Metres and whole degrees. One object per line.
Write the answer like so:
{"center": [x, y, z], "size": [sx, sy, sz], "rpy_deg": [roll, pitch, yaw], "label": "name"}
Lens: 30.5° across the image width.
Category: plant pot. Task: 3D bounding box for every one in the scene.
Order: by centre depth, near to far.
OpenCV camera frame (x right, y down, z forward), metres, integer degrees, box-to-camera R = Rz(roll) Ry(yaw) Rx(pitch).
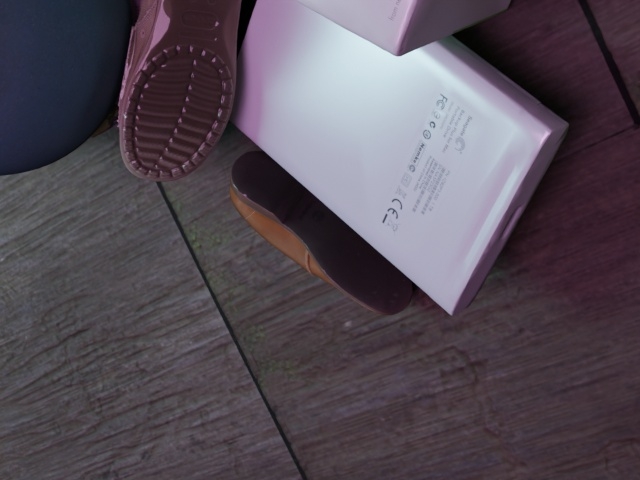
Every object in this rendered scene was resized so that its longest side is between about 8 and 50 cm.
{"center": [-0.337, -0.189, 1.036], "size": [0.290, 0.195, 0.290], "rpy_deg": [2, 102, 11], "label": "plant pot"}

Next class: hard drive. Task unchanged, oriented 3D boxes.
{"center": [0.050, -0.106, 1.025], "size": [0.307, 0.040, 0.203], "rpy_deg": [42, 130, 24], "label": "hard drive"}

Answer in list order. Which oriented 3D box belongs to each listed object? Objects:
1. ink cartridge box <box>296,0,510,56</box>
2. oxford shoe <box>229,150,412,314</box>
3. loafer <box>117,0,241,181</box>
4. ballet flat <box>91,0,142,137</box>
{"center": [-0.018, -0.293, 0.939], "size": [0.353, 0.207, 0.119], "rpy_deg": [33, 124, 19], "label": "ink cartridge box"}
{"center": [0.000, 0.000, 1.134], "size": [0.212, 0.076, 0.076], "rpy_deg": [41, 153, 9], "label": "oxford shoe"}
{"center": [-0.125, -0.185, 1.092], "size": [0.102, 0.092, 0.268], "rpy_deg": [12, 109, -17], "label": "loafer"}
{"center": [-0.178, -0.195, 1.155], "size": [0.079, 0.077, 0.221], "rpy_deg": [13, 113, -11], "label": "ballet flat"}
